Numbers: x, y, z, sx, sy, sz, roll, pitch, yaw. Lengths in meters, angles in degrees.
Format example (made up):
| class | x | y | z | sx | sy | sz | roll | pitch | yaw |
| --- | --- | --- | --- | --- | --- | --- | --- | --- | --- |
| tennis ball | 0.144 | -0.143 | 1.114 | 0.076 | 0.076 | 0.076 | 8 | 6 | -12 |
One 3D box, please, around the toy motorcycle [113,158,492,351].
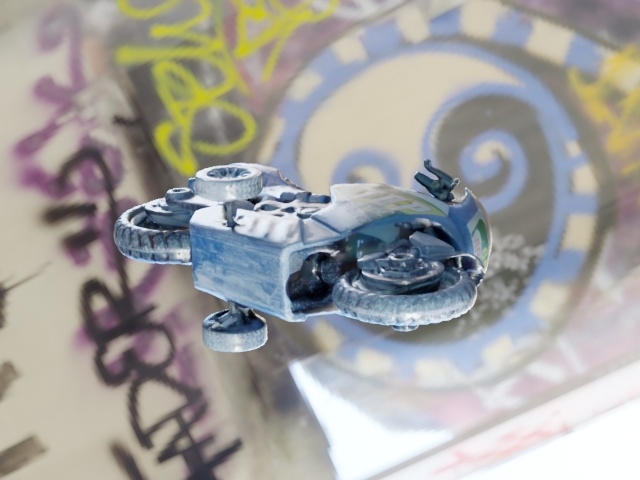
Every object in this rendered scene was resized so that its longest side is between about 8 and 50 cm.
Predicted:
| class | x | y | z | sx | sy | sz | roll | pitch | yaw |
| --- | --- | --- | --- | --- | --- | --- | --- | --- | --- |
| toy motorcycle | 0.000 | 0.000 | 0.794 | 0.136 | 0.254 | 0.092 | -17 | -68 | -40 |
